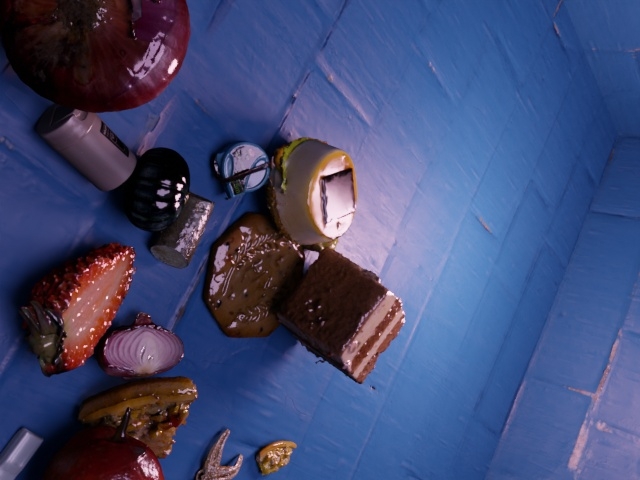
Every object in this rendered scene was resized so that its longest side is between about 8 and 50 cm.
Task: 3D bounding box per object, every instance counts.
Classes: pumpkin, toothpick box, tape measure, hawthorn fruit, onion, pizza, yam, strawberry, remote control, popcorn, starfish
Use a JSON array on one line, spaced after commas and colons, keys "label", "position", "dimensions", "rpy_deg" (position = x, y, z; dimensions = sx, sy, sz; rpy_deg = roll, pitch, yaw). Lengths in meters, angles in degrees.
[{"label": "pumpkin", "position": [-0.353, -0.111, 1.558], "dimensions": [0.150, 0.194, 0.194], "rpy_deg": [27, 79, -28]}, {"label": "toothpick box", "position": [-0.472, -0.196, 1.450], "dimensions": [0.111, 0.111, 0.181], "rpy_deg": [-58, 136, -20]}, {"label": "tape measure", "position": [-0.193, -0.182, 1.769], "dimensions": [0.146, 0.081, 0.125], "rpy_deg": [-23, 108, -16]}, {"label": "hawthorn fruit", "position": [-0.452, 0.523, 1.527], "dimensions": [0.284, 0.284, 0.369], "rpy_deg": [6, 101, -48]}, {"label": "onion", "position": [-0.416, -0.400, 1.355], "dimensions": [0.285, 0.347, 0.348], "rpy_deg": [-144, -113, -88]}, {"label": "pizza", "position": [-0.130, 0.638, 2.103], "dimensions": [0.160, 0.035, 0.099], "rpy_deg": [7, 95, -48]}, {"label": "yam", "position": [-0.319, -0.031, 1.674], "dimensions": [0.107, 0.107, 0.183], "rpy_deg": [38, 70, -46]}, {"label": "strawberry", "position": [-0.512, 0.124, 1.502], "dimensions": [0.306, 0.137, 0.233], "rpy_deg": [-60, 163, -55]}, {"label": "remote control", "position": [-0.648, 0.472, 1.490], "dimensions": [0.162, 0.029, 0.061], "rpy_deg": [-58, 134, -20]}, {"label": "onion", "position": [-0.420, 0.250, 1.636], "dimensions": [0.206, 0.098, 0.151], "rpy_deg": [11, 55, -37]}, {"label": "pizza", "position": [-0.429, 0.416, 1.643], "dimensions": [0.251, 0.074, 0.288], "rpy_deg": [8, 126, -20]}, {"label": "popcorn", "position": [0.002, -0.001, 2.050], "dimensions": [0.097, 0.089, 0.109], "rpy_deg": [54, 43, 0]}, {"label": "starfish", "position": [-0.279, 0.640, 1.930], "dimensions": [0.247, 0.050, 0.138], "rpy_deg": [-59, 138, -15]}]

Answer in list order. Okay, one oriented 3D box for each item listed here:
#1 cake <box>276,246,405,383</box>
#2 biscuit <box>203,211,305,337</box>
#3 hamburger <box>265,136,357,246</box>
[{"label": "cake", "position": [0.067, 0.207, 1.992], "dimensions": [0.282, 0.255, 0.290], "rpy_deg": [-52, 157, -15]}, {"label": "biscuit", "position": [-0.166, 0.097, 1.917], "dimensions": [0.359, 0.046, 0.359], "rpy_deg": [-16, 112, -44]}, {"label": "hamburger", "position": [-0.026, -0.130, 1.902], "dimensions": [0.276, 0.179, 0.294], "rpy_deg": [-29, 118, -51]}]
